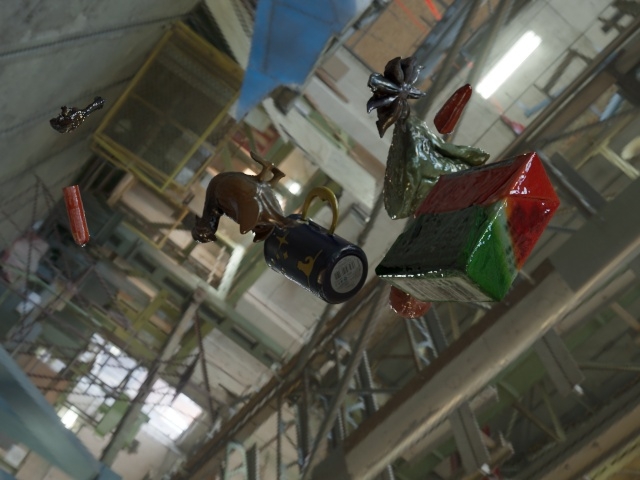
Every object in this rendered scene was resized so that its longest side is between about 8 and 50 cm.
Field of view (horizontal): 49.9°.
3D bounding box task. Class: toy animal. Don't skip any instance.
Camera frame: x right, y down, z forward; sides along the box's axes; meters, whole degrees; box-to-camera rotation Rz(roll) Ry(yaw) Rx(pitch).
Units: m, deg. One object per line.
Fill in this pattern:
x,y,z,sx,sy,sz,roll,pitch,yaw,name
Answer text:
-0.119,-0.044,1.101,0.179,0.188,0.089,-53,149,2,toy animal

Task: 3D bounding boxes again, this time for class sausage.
0.279,0.170,2.127,0.148,0.148,0.254,-50,176,2,sausage
-0.505,-0.048,1.425,0.034,0.129,0.034,-11,-175,1,sausage

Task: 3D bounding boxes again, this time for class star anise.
0.152,-0.300,1.428,0.204,0.061,0.181,-27,130,-42,star anise

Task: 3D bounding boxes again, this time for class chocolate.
0.348,-0.015,1.616,0.341,0.161,0.360,-53,-162,-20,chocolate

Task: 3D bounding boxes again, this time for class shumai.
0.375,-0.224,2.236,0.397,0.323,0.324,-84,-176,-65,shumai

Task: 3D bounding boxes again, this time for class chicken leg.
-0.683,-0.352,1.925,0.106,0.051,0.253,-39,-168,22,chicken leg

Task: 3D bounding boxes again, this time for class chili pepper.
0.378,-0.378,1.921,0.169,0.065,0.088,120,-19,-53,chili pepper

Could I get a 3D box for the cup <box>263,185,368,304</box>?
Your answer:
-0.016,0.013,1.784,0.178,0.255,0.256,-29,-147,-26,cup
